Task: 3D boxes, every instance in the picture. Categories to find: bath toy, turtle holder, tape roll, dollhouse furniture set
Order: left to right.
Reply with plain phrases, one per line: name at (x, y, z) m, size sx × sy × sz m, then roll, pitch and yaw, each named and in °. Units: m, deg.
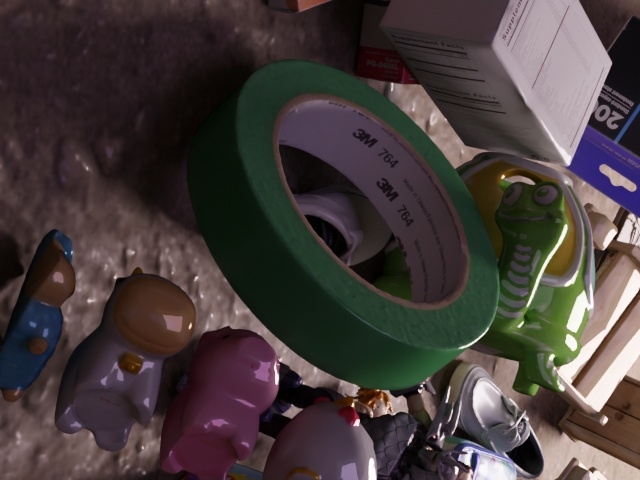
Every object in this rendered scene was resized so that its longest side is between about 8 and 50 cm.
bath toy at (-0.099, 0.121, 1.385) m, size 0.348 × 0.151 × 0.129 m, roll 30°, pitch 35°, yaw -19°
tape roll at (0.027, -0.019, 1.513) m, size 0.321 × 0.077 × 0.321 m, roll 30°, pitch 38°, yaw -27°
turtle holder at (0.176, 0.021, 1.751) m, size 0.320 × 0.243 × 0.227 m, roll 36°, pitch 71°, yaw -62°
dollhouse furniture set at (0.318, 0.163, 2.131) m, size 0.303 × 0.174 × 0.355 m, roll -52°, pitch 123°, yaw -11°

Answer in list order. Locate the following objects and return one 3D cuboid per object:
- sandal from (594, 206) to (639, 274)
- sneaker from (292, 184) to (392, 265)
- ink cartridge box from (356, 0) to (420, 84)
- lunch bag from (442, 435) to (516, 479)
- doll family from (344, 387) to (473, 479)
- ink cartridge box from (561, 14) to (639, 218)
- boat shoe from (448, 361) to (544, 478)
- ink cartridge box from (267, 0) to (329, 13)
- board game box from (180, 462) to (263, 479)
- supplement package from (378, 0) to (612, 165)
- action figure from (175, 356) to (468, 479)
sandal at (0.368, 0.033, 2.189) m, size 0.090 × 0.060 × 0.219 m, roll 12°, pitch 108°, yaw -48°
sneaker at (0.000, 0.000, 1.627) m, size 0.258 × 0.091 × 0.094 m, roll -1°, pitch 117°, yaw -51°
ink cartridge box at (0.099, -0.243, 1.726) m, size 0.109 × 0.063 × 0.151 m, roll -6°, pitch 106°, yaw -54°
lunch bag at (0.149, 0.348, 1.968) m, size 0.176 × 0.090 × 0.219 m, roll 32°, pitch 73°, yaw -51°
doll family at (0.054, 0.252, 1.805) m, size 0.263 × 0.118 × 0.163 m, roll 33°, pitch 79°, yaw -35°
ink cartridge box at (0.416, -0.142, 2.043) m, size 0.208 × 0.206 × 0.045 m, roll -56°, pitch 172°, yaw 2°
boat shoe at (0.227, 0.228, 2.042) m, size 0.079 × 0.081 × 0.227 m, roll -60°, pitch 142°, yaw -23°
ink cartridge box at (0.002, -0.324, 1.583) m, size 0.145 × 0.045 × 0.179 m, roll -29°, pitch 126°, yaw -48°
board game box at (-0.121, 0.354, 1.537) m, size 0.275 × 0.142 × 0.144 m, roll -44°, pitch 134°, yaw -38°
supplement package at (0.186, -0.203, 1.687) m, size 0.244 × 0.133 × 0.139 m, roll 47°, pitch 63°, yaw -52°
action figure at (0.011, 0.177, 1.540) m, size 0.185 × 0.285 × 0.099 m, roll -51°, pitch 145°, yaw -35°
